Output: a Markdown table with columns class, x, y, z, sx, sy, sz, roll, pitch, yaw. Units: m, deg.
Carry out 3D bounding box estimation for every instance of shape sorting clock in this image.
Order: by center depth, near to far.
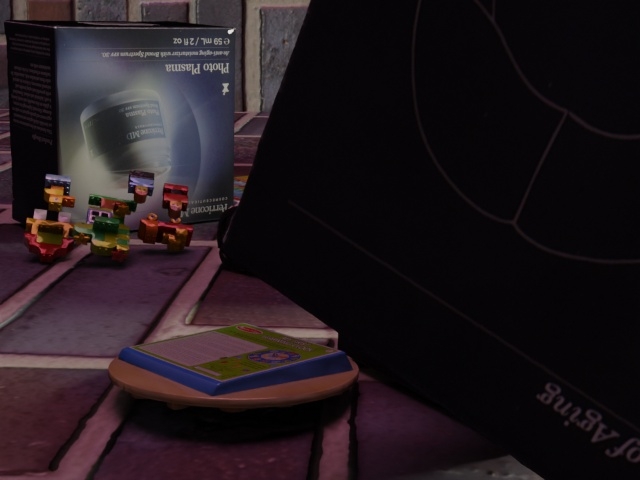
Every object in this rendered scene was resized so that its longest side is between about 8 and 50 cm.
| class | x | y | z | sx | sy | sz | roll | pitch | yaw |
| --- | --- | --- | --- | --- | --- | --- | --- | --- | --- |
| shape sorting clock | -0.071 | 0.109 | 0.867 | 0.206 | 0.040 | 0.206 | -2 | 9 | 0 |

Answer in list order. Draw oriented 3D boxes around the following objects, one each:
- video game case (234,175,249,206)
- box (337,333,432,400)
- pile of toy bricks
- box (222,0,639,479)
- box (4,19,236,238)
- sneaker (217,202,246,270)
| class | x | y | z | sx | sy | sz | roll | pitch | yaw |
| --- | --- | --- | --- | --- | --- | --- | --- | --- | --- |
| video game case | -0.085 | -0.086 | 1.788 | 0.285 | 0.025 | 0.204 | -9 | 16 | -39 |
| box | 0.147 | 0.056 | 0.890 | 0.163 | 0.142 | 0.247 | -6 | 16 | -33 |
| pile of toy bricks | -0.263 | -0.014 | 1.322 | 0.212 | 0.118 | 0.105 | 7 | 43 | -14 |
| box | 0.272 | -0.095 | 0.494 | 0.479 | 0.472 | 0.297 | 34 | 25 | 24 |
| box | -0.288 | -0.172 | 1.543 | 0.296 | 0.294 | 0.182 | -9 | 18 | -37 |
| sneaker | 0.000 | 0.000 | 1.246 | 0.271 | 0.100 | 0.108 | 12 | 11 | 42 |
